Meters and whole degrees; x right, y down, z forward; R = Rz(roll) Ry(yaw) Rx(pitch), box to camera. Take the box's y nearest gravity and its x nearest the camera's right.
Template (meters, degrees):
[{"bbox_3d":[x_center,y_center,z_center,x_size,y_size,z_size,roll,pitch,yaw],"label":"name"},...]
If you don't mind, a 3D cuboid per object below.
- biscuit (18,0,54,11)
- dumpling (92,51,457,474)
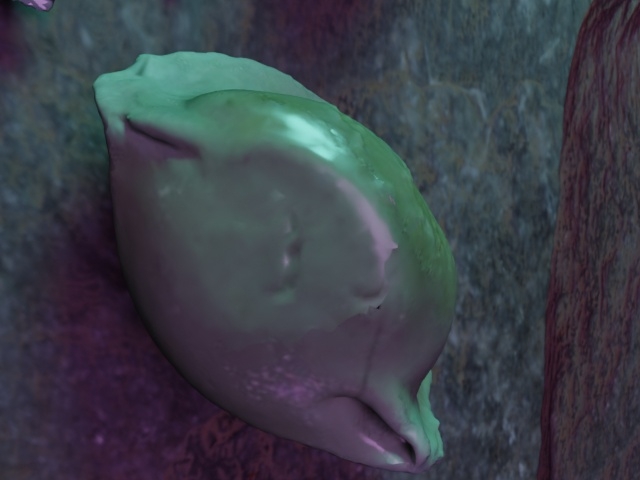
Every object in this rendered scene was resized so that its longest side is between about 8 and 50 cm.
[{"bbox_3d":[-0.224,-0.327,0.347,0.185,0.079,0.309,12,88,-31],"label":"biscuit"},{"bbox_3d":[0.001,0.013,0.425,0.269,0.211,0.321,-19,114,-29],"label":"dumpling"}]
